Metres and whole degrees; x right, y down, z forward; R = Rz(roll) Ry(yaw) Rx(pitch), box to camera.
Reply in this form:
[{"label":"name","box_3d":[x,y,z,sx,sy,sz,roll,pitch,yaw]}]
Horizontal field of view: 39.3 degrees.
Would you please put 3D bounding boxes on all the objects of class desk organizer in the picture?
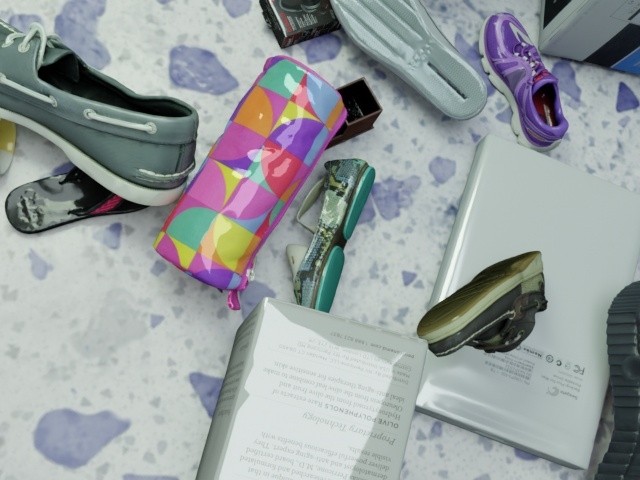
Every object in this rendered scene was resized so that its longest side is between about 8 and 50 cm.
[{"label":"desk organizer","box_3d":[-0.003,-0.122,0.948,0.130,0.050,0.047,-26,82,-17]}]

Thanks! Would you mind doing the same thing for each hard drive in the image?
[{"label":"hard drive","box_3d":[0.223,0.061,0.953,0.203,0.040,0.307,21,72,-6]}]

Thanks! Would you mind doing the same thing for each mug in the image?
[{"label":"mug","box_3d":[-0.337,-0.101,0.877,0.064,0.078,0.062,7,107,-1]}]

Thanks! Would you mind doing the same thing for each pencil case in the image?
[{"label":"pencil case","box_3d":[-0.063,-0.058,0.862,0.104,0.104,0.236,29,88,-3]}]

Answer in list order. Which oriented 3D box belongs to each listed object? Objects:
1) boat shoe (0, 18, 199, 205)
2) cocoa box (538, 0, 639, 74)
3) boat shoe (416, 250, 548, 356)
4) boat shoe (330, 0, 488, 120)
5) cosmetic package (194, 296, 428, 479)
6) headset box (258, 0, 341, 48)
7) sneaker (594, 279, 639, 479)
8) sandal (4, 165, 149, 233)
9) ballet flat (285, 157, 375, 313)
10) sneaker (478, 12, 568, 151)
[{"label":"boat shoe","box_3d":[-0.250,-0.158,0.849,0.320,0.099,0.116,34,36,7]},{"label":"cocoa box","box_3d":[0.406,-0.386,1.006,0.228,0.231,0.346,11,74,-10]},{"label":"boat shoe","box_3d":[0.165,0.068,0.834,0.224,0.080,0.073,-26,90,-56]},{"label":"boat shoe","box_3d":[0.090,-0.217,0.982,0.083,0.076,0.226,-40,93,8]},{"label":"cosmetic package","box_3d":[-0.041,0.252,0.768,0.155,0.197,0.365,16,75,-8]},{"label":"headset box","box_3d":[-0.024,-0.253,0.987,0.083,0.032,0.062,-22,81,-18]},{"label":"sneaker","box_3d":[0.356,0.203,0.916,0.131,0.112,0.318,10,87,-47]},{"label":"sandal","box_3d":[-0.222,-0.053,0.889,0.179,0.040,0.067,-21,81,-16]},{"label":"ballet flat","box_3d":[0.000,0.000,0.919,0.070,0.070,0.188,23,70,-5]},{"label":"sneaker","box_3d":[0.237,-0.185,1.004,0.068,0.071,0.169,-20,80,-16]}]
